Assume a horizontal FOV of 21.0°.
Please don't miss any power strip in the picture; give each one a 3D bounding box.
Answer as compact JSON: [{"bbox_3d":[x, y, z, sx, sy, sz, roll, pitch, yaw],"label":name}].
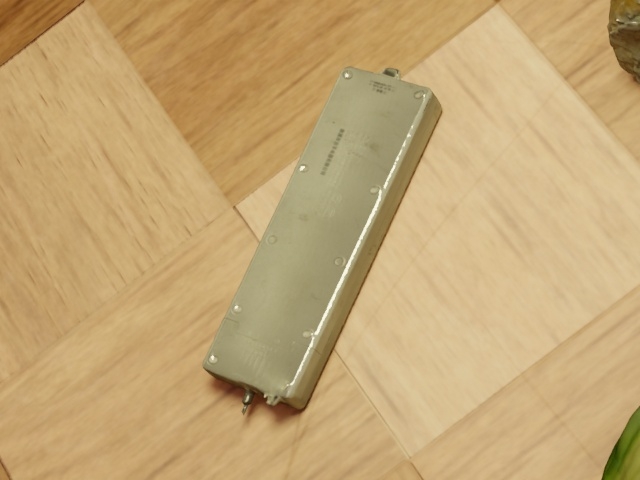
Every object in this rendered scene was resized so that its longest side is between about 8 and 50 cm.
[{"bbox_3d":[0.000,0.000,1.658,0.106,0.043,0.367,18,75,28],"label":"power strip"}]

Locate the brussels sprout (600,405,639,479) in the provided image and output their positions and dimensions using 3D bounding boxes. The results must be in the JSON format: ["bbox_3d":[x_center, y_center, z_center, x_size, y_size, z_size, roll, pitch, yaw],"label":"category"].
[{"bbox_3d":[0.346,0.236,1.283,0.371,0.315,0.276,-61,24,-7],"label":"brussels sprout"}]

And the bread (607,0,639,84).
[{"bbox_3d":[0.367,-0.242,1.543,0.196,0.176,0.246,14,73,28],"label":"bread"}]
